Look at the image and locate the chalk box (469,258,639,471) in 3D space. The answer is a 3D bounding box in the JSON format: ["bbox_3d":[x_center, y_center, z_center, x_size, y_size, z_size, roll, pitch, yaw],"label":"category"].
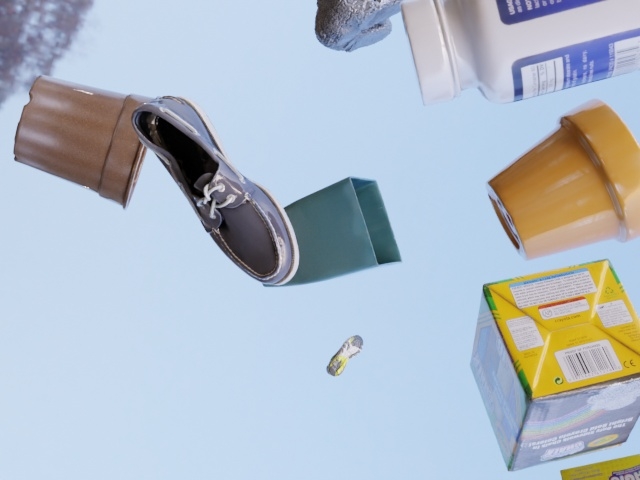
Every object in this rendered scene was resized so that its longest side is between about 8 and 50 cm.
[{"bbox_3d":[0.234,0.138,0.953,0.213,0.133,0.132,87,-11,-55],"label":"chalk box"}]

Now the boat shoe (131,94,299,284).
[{"bbox_3d":[-0.099,-0.042,0.841,0.075,0.065,0.206,-41,-102,25],"label":"boat shoe"}]

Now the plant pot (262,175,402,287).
[{"bbox_3d":[0.000,0.000,1.747,0.234,0.166,0.165,-19,-95,20],"label":"plant pot"}]

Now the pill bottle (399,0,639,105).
[{"bbox_3d":[0.160,-0.166,0.727,0.187,0.112,0.112,-13,-122,7],"label":"pill bottle"}]

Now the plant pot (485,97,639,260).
[{"bbox_3d":[0.344,-0.068,1.337,0.188,0.205,0.205,-26,-134,3],"label":"plant pot"}]

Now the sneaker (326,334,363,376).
[{"bbox_3d":[0.036,0.185,1.538,0.083,0.031,0.035,-47,-169,-22],"label":"sneaker"}]

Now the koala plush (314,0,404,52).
[{"bbox_3d":[0.036,-0.484,1.770,0.221,0.203,0.196,58,-33,7],"label":"koala plush"}]

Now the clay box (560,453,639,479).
[{"bbox_3d":[0.390,0.263,1.038,0.222,0.127,0.053,-18,-119,23],"label":"clay box"}]

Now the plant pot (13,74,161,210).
[{"bbox_3d":[-0.321,-0.144,1.299,0.167,0.165,0.166,-162,-90,-80],"label":"plant pot"}]
